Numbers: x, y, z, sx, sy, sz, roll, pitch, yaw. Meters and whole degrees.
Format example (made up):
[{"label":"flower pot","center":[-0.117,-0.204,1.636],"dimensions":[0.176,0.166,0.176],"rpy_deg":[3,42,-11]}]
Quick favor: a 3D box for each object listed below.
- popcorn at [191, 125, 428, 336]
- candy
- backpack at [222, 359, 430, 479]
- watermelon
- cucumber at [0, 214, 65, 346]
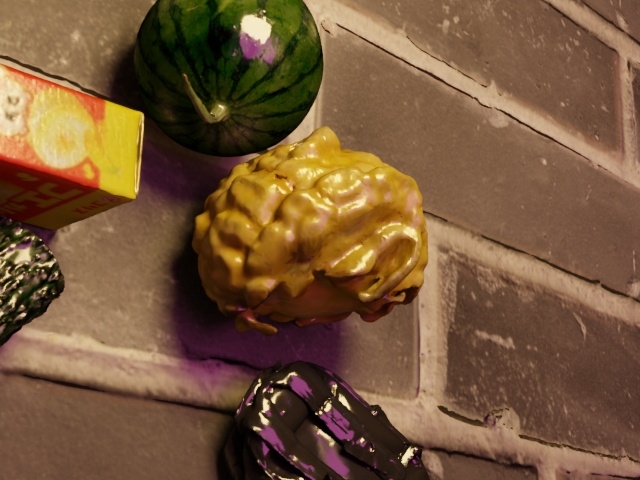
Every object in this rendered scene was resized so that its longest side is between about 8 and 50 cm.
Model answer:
[{"label":"popcorn","center":[0.000,0.000,1.041],"dimensions":[0.250,0.250,0.190],"rpy_deg":[-1,59,-45]},{"label":"candy","center":[-0.295,-0.088,0.833],"dimensions":[0.276,0.146,0.088],"rpy_deg":[17,67,-39]},{"label":"backpack","center":[0.007,0.239,1.057],"dimensions":[0.258,0.133,0.206],"rpy_deg":[49,46,-14]},{"label":"watermelon","center":[-0.090,-0.169,1.019],"dimensions":[0.188,0.188,0.214],"rpy_deg":[38,30,-31]},{"label":"cucumber","center":[-0.343,0.115,0.766],"dimensions":[0.359,0.096,0.096],"rpy_deg":[-47,112,-38]}]
